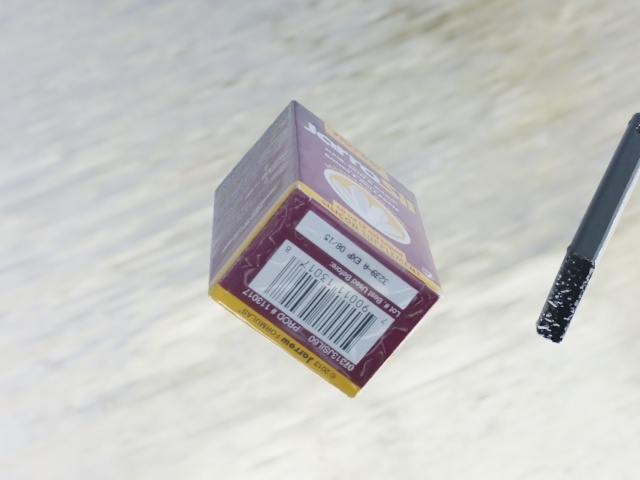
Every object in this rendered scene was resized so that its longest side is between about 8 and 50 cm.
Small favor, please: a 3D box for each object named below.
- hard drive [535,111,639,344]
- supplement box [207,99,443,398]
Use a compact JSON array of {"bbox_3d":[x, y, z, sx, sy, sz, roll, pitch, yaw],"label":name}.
[{"bbox_3d":[0.182,-0.008,1.235,0.135,0.022,0.094,-59,170,-36],"label":"hard drive"},{"bbox_3d":[0.000,0.000,1.079,0.081,0.104,0.188,-50,-167,13],"label":"supplement box"}]
